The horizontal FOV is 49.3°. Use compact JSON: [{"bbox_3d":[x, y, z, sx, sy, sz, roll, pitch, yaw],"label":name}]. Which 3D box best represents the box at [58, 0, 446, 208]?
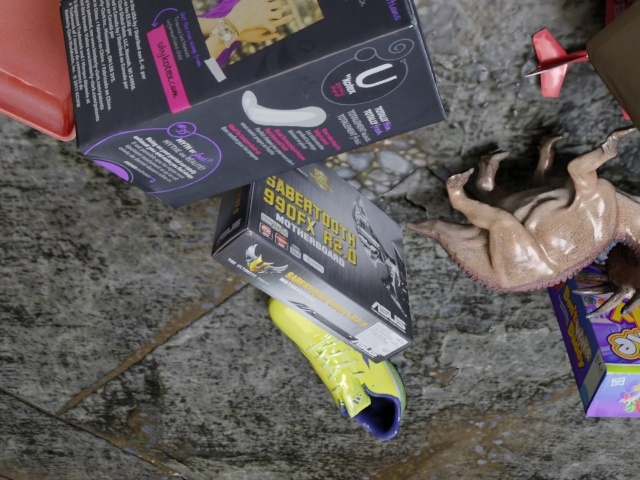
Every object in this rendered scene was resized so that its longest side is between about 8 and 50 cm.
[{"bbox_3d":[-0.052,-0.149,0.583,0.271,0.143,0.165,-16,162,12],"label":"box"}]

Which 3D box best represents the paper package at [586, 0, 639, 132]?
[{"bbox_3d":[0.437,-0.145,0.561,0.325,0.168,0.310,-39,133,27],"label":"paper package"}]

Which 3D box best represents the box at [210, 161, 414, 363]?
[{"bbox_3d":[0.000,0.000,0.739,0.056,0.183,0.231,-35,123,30],"label":"box"}]

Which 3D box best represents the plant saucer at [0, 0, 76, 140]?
[{"bbox_3d":[-0.294,-0.242,0.610,0.259,0.047,0.259,26,129,-21],"label":"plant saucer"}]

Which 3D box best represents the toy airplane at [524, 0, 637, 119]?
[{"bbox_3d":[0.270,-0.179,0.668,0.151,0.028,0.151,1,117,3],"label":"toy airplane"}]

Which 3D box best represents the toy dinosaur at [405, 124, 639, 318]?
[{"bbox_3d":[0.236,0.001,0.713,0.296,0.127,0.200,-15,99,17],"label":"toy dinosaur"}]

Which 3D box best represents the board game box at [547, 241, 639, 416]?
[{"bbox_3d":[0.445,0.078,0.771,0.347,0.233,0.078,1,133,-1],"label":"board game box"}]

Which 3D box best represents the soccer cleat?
[{"bbox_3d":[0.032,0.166,0.935,0.094,0.121,0.289,-24,128,22],"label":"soccer cleat"}]
